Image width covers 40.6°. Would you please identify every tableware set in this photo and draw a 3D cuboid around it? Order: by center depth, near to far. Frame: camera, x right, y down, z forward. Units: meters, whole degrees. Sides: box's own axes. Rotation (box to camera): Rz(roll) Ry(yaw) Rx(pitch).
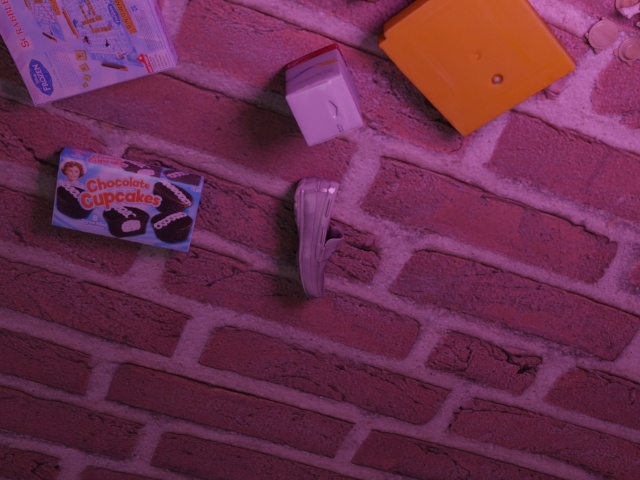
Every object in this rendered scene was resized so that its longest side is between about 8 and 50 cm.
[{"bbox_3d":[0.656,-0.455,1.836,0.141,0.020,0.169,27,116,-19],"label":"tableware set"}]

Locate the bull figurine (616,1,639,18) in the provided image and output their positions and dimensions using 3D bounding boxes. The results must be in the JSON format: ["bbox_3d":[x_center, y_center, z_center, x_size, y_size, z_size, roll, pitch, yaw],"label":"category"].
[{"bbox_3d":[0.642,-0.555,1.710,0.310,0.101,0.188,39,101,-26],"label":"bull figurine"}]

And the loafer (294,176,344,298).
[{"bbox_3d":[0.000,0.000,2.049,0.111,0.112,0.319,2,123,6],"label":"loafer"}]

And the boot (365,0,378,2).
[{"bbox_3d":[0.239,-0.478,1.765,0.236,0.089,0.269,-33,120,18],"label":"boot"}]

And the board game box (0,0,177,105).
[{"bbox_3d":[-0.495,-0.463,1.756,0.318,0.066,0.319,-13,123,6],"label":"board game box"}]

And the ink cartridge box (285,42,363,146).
[{"bbox_3d":[0.006,-0.306,1.812,0.127,0.176,0.128,-21,121,11],"label":"ink cartridge box"}]

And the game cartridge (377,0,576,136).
[{"bbox_3d":[0.315,-0.390,1.769,0.285,0.053,0.323,-30,125,28],"label":"game cartridge"}]

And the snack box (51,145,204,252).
[{"bbox_3d":[-0.445,-0.092,2.001,0.322,0.060,0.187,12,121,-9],"label":"snack box"}]
